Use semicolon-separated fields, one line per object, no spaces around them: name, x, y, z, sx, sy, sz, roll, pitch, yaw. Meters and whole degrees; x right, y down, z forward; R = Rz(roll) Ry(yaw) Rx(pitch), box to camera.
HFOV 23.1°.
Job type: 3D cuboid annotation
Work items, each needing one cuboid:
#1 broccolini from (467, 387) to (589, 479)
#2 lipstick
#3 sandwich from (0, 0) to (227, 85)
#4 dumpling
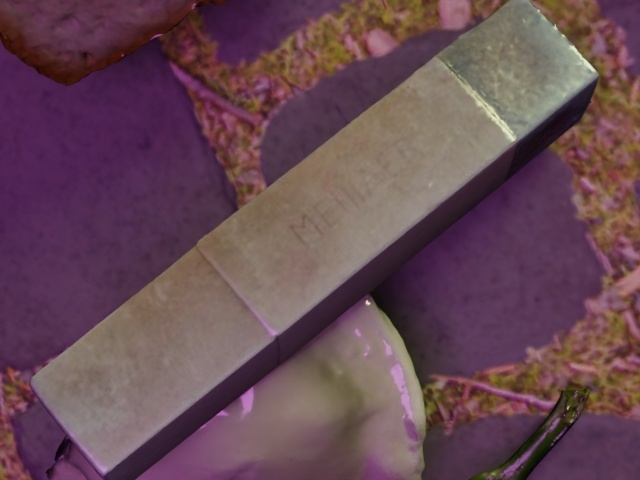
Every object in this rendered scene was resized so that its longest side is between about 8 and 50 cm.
broccolini;0.105;0.168;1.057;0.058;0.074;0.201;33;96;7
lipstick;0.000;0.000;0.927;0.371;0.080;0.076;-38;77;-11
sandwich;-0.107;-0.253;0.905;0.325;0.262;0.131;-26;53;20
dumpling;-0.048;0.133;1.048;0.227;0.175;0.243;40;149;-12
